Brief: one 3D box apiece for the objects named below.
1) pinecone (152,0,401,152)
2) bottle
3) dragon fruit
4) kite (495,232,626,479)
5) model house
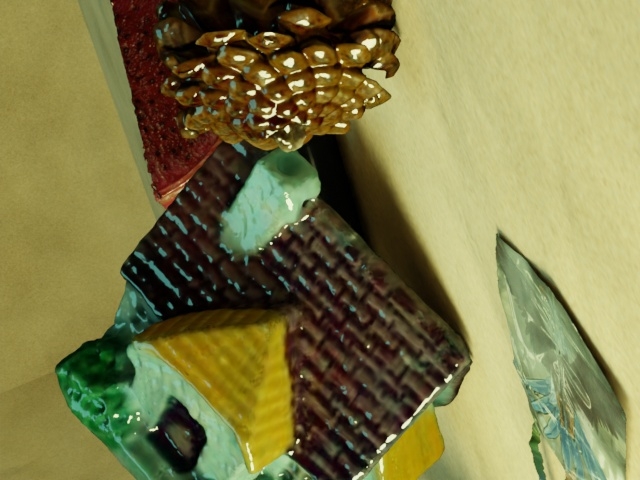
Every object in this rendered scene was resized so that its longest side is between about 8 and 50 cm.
[{"bbox_3d":[-0.027,-0.139,1.035,0.173,0.173,0.174,158,90,-81],"label":"pinecone"},{"bbox_3d":[0.000,0.000,1.422,0.082,0.072,0.244,5,128,32],"label":"bottle"},{"bbox_3d":[-0.129,-0.157,1.712,0.161,0.126,0.274,63,-169,-71],"label":"dragon fruit"},{"bbox_3d":[0.156,0.137,1.036,0.310,0.015,0.169,80,165,-46],"label":"kite"},{"bbox_3d":[-0.022,0.081,1.253,0.280,0.230,0.249,44,141,11],"label":"model house"}]
